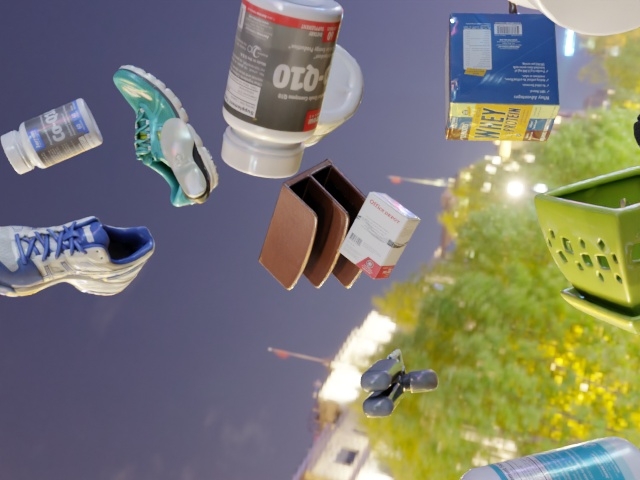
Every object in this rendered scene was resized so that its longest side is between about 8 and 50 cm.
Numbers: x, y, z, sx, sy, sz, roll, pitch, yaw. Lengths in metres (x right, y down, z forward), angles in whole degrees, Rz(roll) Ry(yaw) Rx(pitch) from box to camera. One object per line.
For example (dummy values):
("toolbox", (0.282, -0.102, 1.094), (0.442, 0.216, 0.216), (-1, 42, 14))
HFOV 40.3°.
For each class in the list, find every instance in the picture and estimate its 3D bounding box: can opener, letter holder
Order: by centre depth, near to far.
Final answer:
("can opener", (0.119, 0.213, 1.338), (0.280, 0.093, 0.074), (4, -102, -74))
("letter holder", (0.000, 0.000, 2.084), (0.152, 0.214, 0.302), (-31, -23, -34))

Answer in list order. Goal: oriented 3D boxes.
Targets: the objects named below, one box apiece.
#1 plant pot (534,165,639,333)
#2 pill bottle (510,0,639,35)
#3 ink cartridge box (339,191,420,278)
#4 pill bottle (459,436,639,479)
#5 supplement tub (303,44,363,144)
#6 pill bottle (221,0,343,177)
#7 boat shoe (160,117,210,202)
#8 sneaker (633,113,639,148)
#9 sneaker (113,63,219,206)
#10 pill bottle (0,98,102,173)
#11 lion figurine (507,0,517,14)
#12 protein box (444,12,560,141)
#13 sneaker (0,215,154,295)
("plant pot", (0.493, 0.012, 1.352), (0.228, 0.227, 0.207), (-149, 45, -70))
("pill bottle", (0.208, -0.346, 0.825), (0.363, 0.210, 0.210), (-107, 8, -53))
("ink cartridge box", (0.112, -0.010, 1.644), (0.056, 0.099, 0.135), (0, -57, -54))
("pill bottle", (0.262, 0.331, 1.043), (0.146, 0.263, 0.146), (170, 90, -80))
("supplement tub", (-0.038, -0.348, 2.164), (0.338, 0.207, 0.207), (158, 127, -72))
("pill bottle", (-0.070, -0.256, 1.418), (0.161, 0.161, 0.283), (-41, -32, -60))
("boat shoe", (-0.195, -0.114, 1.258), (0.042, 0.048, 0.133), (78, 170, -71))
("sneaker", (0.629, -0.122, 1.492), (0.107, 0.118, 0.279), (-46, 36, 51))
("sneaker", (-0.287, -0.187, 1.563), (0.110, 0.107, 0.275), (-38, -76, -26))
("pill bottle", (-0.417, -0.159, 1.355), (0.078, 0.137, 0.078), (155, 90, -84))
("lion figurine", (0.458, -0.654, 1.741), (0.392, 0.142, 0.240), (-47, -59, -1))
("protein box", (0.339, -0.309, 1.659), (0.136, 0.199, 0.201), (82, -169, -67))
("sneaker", (-0.382, 0.007, 1.288), (0.296, 0.131, 0.112), (2, -123, -50))
